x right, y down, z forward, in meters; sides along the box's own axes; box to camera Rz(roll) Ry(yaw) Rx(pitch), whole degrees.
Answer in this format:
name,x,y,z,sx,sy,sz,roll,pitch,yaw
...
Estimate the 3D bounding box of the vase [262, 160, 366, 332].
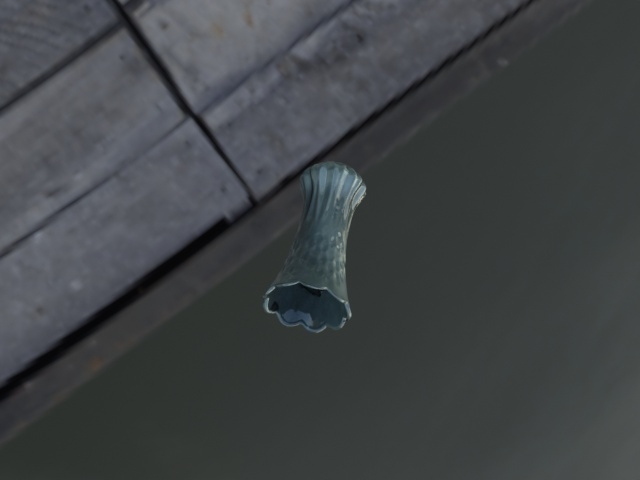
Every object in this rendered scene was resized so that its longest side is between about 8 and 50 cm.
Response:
name,x,y,z,sx,sy,sz,roll,pitch,yaw
vase,0.000,0.000,1.345,0.081,0.148,0.081,8,148,5
